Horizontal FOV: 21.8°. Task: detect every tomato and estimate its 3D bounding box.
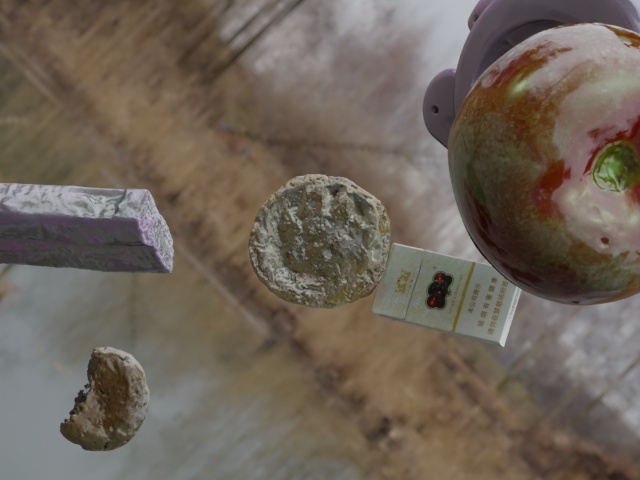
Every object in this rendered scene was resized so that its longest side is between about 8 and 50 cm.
[{"bbox_3d":[0.250,-0.075,1.607,0.270,0.270,0.222,45,-2,-14],"label":"tomato"}]

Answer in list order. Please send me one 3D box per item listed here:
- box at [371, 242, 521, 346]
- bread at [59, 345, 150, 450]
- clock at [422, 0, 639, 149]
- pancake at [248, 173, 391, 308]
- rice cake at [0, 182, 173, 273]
[{"bbox_3d":[0.149,0.063,1.945,0.167,0.090,0.024,13,-12,26],"label":"box"},{"bbox_3d":[-0.225,0.175,1.782,0.082,0.113,0.060,25,-13,1],"label":"bread"},{"bbox_3d":[0.289,-0.181,1.941,0.295,0.322,0.113,43,38,20],"label":"clock"},{"bbox_3d":[0.000,0.000,1.581,0.139,0.139,0.022,45,-9,16],"label":"pancake"},{"bbox_3d":[-0.302,-0.017,1.690,0.298,0.050,0.106,3,-32,10],"label":"rice cake"}]
